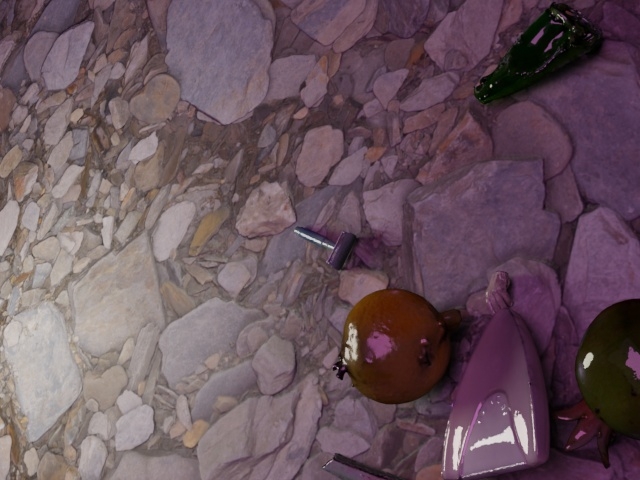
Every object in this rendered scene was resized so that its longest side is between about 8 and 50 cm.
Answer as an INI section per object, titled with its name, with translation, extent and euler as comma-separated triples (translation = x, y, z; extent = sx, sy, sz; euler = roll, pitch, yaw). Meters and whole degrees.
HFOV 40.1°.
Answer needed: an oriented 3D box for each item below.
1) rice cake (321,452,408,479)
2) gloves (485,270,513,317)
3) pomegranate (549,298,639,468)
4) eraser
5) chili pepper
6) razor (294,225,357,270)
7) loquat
[rice cake]
translation = 0.088, 0.362, 1.318
extent = 0.208, 0.033, 0.033
euler = 10, 88, 40
[gloves]
translation = 0.263, 0.076, 1.304
extent = 0.044, 0.038, 0.080
euler = 137, 132, -63
[pomegranate]
translation = 0.385, 0.181, 1.090
extent = 0.224, 0.182, 0.181
euler = -53, 47, 33
[eraser]
translation = 0.257, 0.209, 1.218
extent = 0.204, 0.059, 0.243
euler = -36, 34, 55
[chili pepper]
translation = 0.333, -0.288, 1.378
extent = 0.216, 0.062, 0.108
euler = -30, 50, 24
[razor]
translation = 0.000, 0.000, 1.531
extent = 0.135, 0.040, 0.068
euler = 25, 87, 47
[loquat]
translation = 0.117, 0.153, 1.307
extent = 0.205, 0.149, 0.172
euler = -25, 57, 10
